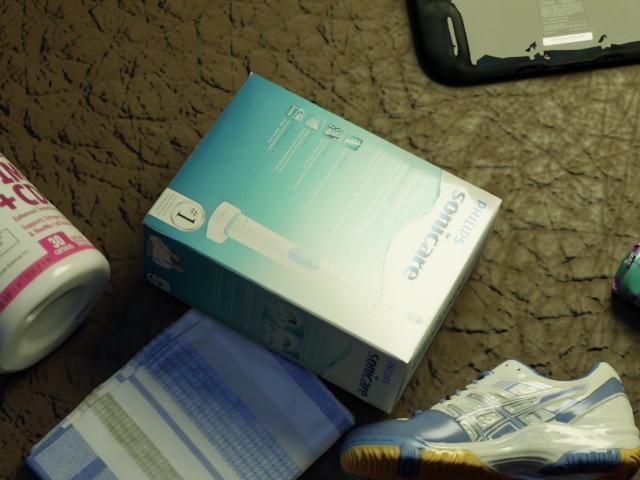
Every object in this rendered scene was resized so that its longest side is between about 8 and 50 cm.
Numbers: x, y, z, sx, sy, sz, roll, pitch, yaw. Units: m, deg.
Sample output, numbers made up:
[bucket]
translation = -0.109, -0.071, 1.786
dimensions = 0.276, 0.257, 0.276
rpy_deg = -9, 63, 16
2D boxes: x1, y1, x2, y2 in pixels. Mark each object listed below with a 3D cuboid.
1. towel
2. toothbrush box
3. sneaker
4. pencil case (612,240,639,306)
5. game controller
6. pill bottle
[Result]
[towel]
translation = -0.131, 0.199, 1.511
dimensions = 0.285, 0.034, 0.209
rpy_deg = -41, 75, -12
[toothbrush box]
translation = 0.000, 0.000, 1.508
dimensions = 0.296, 0.126, 0.216
rpy_deg = 26, 61, 10
[sneaker]
translation = 0.164, 0.185, 1.488
dimensions = 0.297, 0.112, 0.131
rpy_deg = -1, 59, -6
[pencil case]
translation = 0.378, 0.057, 1.536
dimensions = 0.152, 0.064, 0.070
rpy_deg = 29, 99, 9
[game controller]
translation = 0.262, -0.269, 1.658
dimensions = 0.319, 0.067, 0.166
rpy_deg = -8, 86, -1
[pill bottle]
translation = -0.363, -0.014, 1.518
dimensions = 0.283, 0.160, 0.160
rpy_deg = 43, 77, 13
